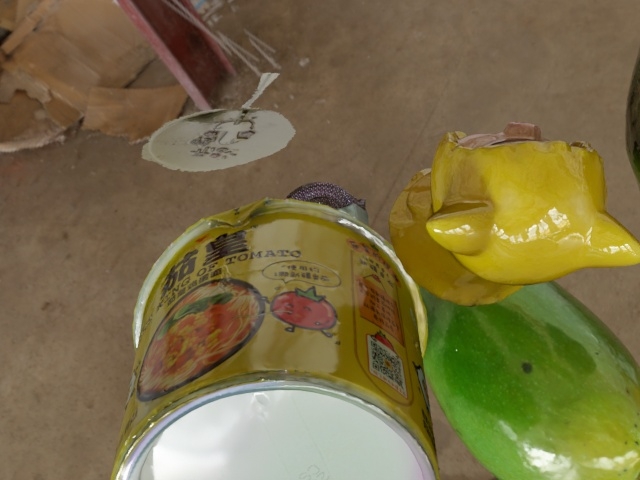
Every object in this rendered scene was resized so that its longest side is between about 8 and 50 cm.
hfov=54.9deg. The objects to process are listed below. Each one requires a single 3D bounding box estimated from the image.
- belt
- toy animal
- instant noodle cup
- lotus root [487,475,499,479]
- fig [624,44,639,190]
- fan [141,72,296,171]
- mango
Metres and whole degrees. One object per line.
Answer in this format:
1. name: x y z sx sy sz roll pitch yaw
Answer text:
1. belt: 0.000 0.000 1.678 0.260 0.122 0.325 -7 69 25
2. toy animal: 0.135 -0.015 0.504 0.155 0.230 0.156 0 86 -5
3. instant noodle cup: -0.038 0.154 0.566 0.325 0.326 0.254 -24 22 8
4. lotus root: 0.321 0.458 0.901 0.272 0.192 0.272 5 62 -9
5. fig: 0.326 -0.115 0.472 0.195 0.195 0.245 -22 60 9
6. fan: -0.133 -0.206 1.022 0.232 0.012 0.415 6 35 13
7. mango: 0.219 0.141 0.734 0.201 0.225 0.382 -30 55 -22
